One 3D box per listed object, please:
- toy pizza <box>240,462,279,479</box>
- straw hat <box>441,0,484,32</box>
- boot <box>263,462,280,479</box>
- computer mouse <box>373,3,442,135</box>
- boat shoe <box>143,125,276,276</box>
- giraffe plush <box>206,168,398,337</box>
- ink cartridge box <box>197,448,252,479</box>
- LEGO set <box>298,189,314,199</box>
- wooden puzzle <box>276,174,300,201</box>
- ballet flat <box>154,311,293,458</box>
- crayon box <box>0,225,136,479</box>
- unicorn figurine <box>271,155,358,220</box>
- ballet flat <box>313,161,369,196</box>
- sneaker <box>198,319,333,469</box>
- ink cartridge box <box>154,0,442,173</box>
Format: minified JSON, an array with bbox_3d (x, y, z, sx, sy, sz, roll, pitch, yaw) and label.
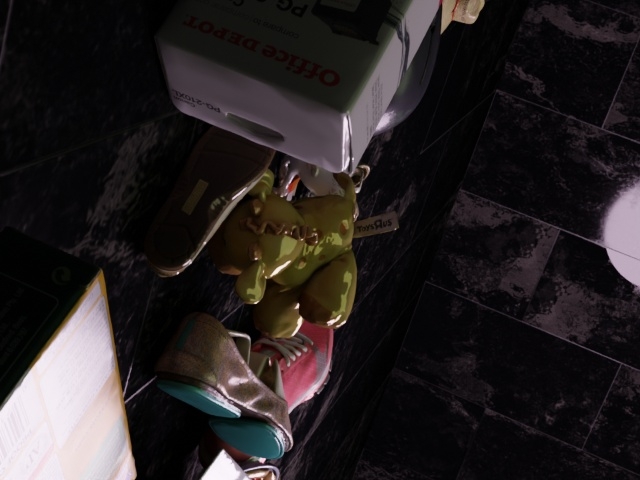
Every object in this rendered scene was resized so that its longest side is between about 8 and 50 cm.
[{"bbox_3d":[-0.139,0.367,1.415,0.201,0.032,0.201,-27,153,-15],"label":"toy pizza"},{"bbox_3d":[0.262,-0.426,1.907,0.144,0.061,0.144,-61,167,-25],"label":"straw hat"},{"bbox_3d":[-0.127,0.455,1.757,0.219,0.082,0.106,-59,168,-28],"label":"boot"},{"bbox_3d":[0.100,-0.234,1.230,0.188,0.072,0.272,-4,119,-62],"label":"computer mouse"},{"bbox_3d":[-0.105,-0.047,1.001,0.190,0.068,0.072,-53,176,-20],"label":"boat shoe"},{"bbox_3d":[-0.046,0.007,1.131,0.210,0.181,0.170,-34,157,30],"label":"giraffe plush"},{"bbox_3d":[-0.175,0.378,1.297,0.239,0.060,0.275,-56,157,-18],"label":"ink cartridge box"},{"bbox_3d":[-0.022,-0.045,1.439,0.083,0.023,0.054,100,17,-46],"label":"LEGO set"},{"bbox_3d":[-0.043,-0.056,1.349,0.078,0.014,0.116,-53,161,-51],"label":"wooden puzzle"},{"bbox_3d":[-0.094,0.170,1.242,0.316,0.107,0.106,63,38,-61],"label":"ballet flat"},{"bbox_3d":[-0.230,0.169,0.769,0.323,0.083,0.203,96,21,-53],"label":"crayon box"},{"bbox_3d":[-0.015,-0.077,1.250,0.111,0.162,0.060,-41,-164,44],"label":"unicorn figurine"},{"bbox_3d":[0.028,-0.079,1.527,0.168,0.052,0.057,-52,161,-51],"label":"ballet flat"},{"bbox_3d":[-0.061,0.182,1.467,0.136,0.116,0.314,97,20,-49],"label":"sneaker"},{"bbox_3d":[-0.003,-0.198,0.876,0.100,0.172,0.237,86,30,-65],"label":"ink cartridge box"}]
